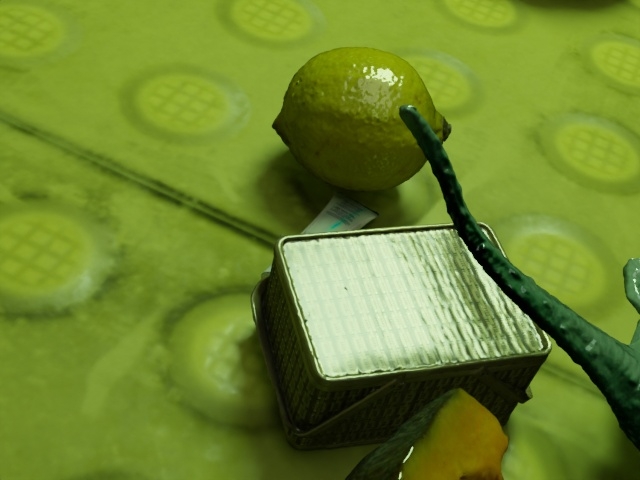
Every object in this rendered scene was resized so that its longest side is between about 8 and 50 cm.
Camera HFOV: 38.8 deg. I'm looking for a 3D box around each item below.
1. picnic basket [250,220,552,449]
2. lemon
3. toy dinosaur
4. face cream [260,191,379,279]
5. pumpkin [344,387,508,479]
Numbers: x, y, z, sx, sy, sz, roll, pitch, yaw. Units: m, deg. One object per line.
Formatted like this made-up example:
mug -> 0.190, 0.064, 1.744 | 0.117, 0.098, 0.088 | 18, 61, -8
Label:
picnic basket -> 0.047, 0.056, 0.562 | 0.164, 0.079, 0.115 | -4, 48, -18
lemon -> 0.031, -0.089, 0.678 | 0.133, 0.109, 0.109 | 6, 45, 3
toy dinosaur -> 0.181, 0.049, 0.544 | 0.383, 0.076, 0.129 | 43, 37, -6
face cream -> 0.000, 0.000, 0.645 | 0.038, 0.020, 0.115 | 30, 46, 15
pumpkin -> 0.098, 0.190, 0.430 | 0.248, 0.126, 0.131 | 40, 35, -4
